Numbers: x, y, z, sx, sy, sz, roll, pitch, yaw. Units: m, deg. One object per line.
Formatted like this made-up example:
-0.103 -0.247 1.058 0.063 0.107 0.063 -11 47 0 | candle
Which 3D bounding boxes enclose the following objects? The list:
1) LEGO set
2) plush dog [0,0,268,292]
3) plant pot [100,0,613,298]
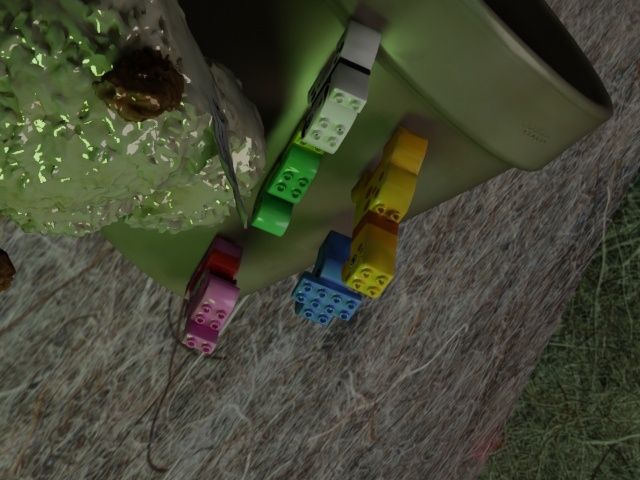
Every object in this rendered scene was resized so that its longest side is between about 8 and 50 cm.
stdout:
0.000 0.000 1.015 0.093 0.087 0.227 -82 -161 -48 | LEGO set
-0.171 -0.066 0.929 0.225 0.262 0.210 -22 -155 10 | plush dog
-0.021 -0.113 1.153 0.280 0.323 0.323 -42 164 15 | plant pot
